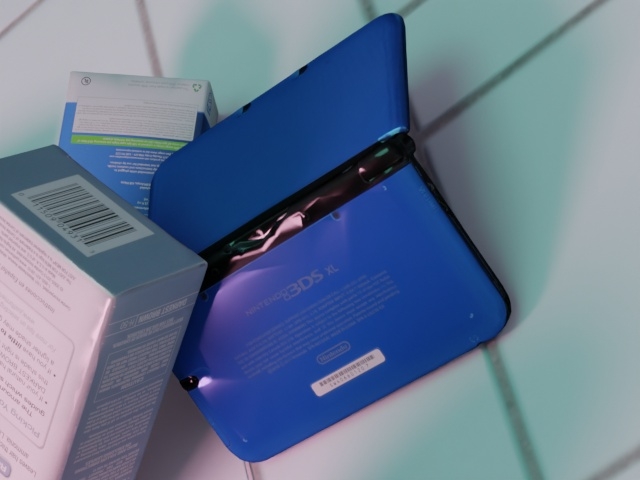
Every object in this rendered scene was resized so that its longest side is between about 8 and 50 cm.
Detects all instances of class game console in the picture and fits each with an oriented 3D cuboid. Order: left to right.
[{"bbox_3d":[0.000,0.000,1.571,0.293,0.250,0.173,-31,8,30],"label":"game console"}]

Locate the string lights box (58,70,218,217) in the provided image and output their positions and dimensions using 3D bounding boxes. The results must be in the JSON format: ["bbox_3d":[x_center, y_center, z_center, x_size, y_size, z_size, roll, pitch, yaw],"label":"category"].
[{"bbox_3d":[-0.178,-0.019,1.722,0.133,0.077,0.260,5,69,7],"label":"string lights box"}]

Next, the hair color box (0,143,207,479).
[{"bbox_3d":[-0.242,0.130,1.580,0.185,0.113,0.374,37,124,25],"label":"hair color box"}]
